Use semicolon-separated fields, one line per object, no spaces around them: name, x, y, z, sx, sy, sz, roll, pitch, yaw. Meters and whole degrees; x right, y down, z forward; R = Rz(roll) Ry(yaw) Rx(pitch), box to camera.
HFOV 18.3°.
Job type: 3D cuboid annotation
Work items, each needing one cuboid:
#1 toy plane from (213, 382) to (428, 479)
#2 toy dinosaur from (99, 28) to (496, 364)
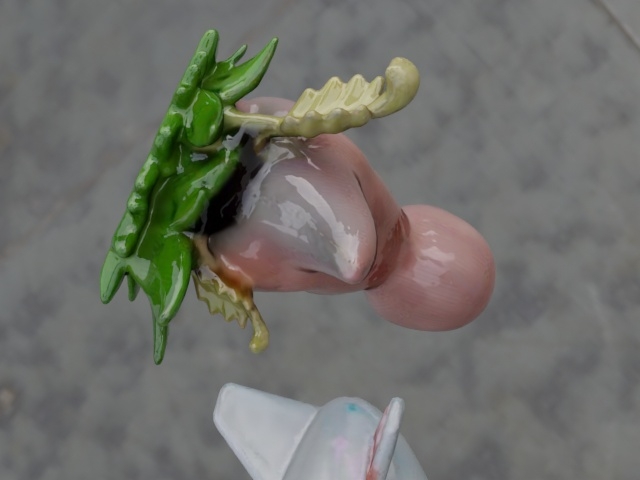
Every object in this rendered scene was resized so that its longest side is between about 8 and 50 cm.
toy plane;-0.008;0.180;0.832;0.252;0.118;0.252;-166;90;-84
toy dinosaur;-0.003;0.006;0.912;0.194;0.177;0.152;119;173;-79
